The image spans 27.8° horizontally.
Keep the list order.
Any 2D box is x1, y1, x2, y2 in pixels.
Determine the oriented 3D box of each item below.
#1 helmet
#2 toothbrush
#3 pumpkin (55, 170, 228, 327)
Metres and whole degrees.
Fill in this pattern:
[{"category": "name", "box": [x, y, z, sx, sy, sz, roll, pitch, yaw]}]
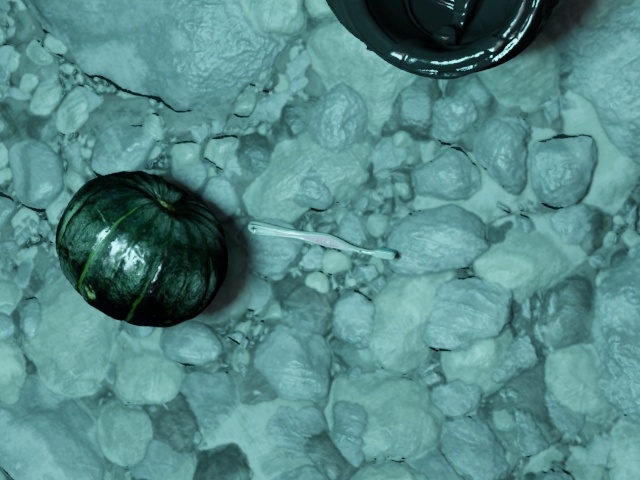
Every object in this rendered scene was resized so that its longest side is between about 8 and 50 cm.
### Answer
[{"category": "helmet", "box": [0.154, -0.303, 1.498, 0.279, 0.160, 0.230, 20, 103, 30]}, {"category": "toothbrush", "box": [0.000, 0.000, 1.657, 0.204, 0.022, 0.017, 11, 116, 17]}, {"category": "pumpkin", "box": [-0.223, 0.011, 1.629, 0.220, 0.220, 0.162, 38, 116, 10]}]
